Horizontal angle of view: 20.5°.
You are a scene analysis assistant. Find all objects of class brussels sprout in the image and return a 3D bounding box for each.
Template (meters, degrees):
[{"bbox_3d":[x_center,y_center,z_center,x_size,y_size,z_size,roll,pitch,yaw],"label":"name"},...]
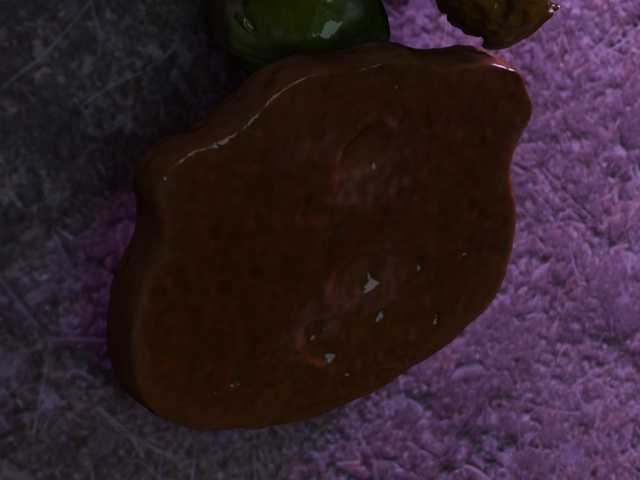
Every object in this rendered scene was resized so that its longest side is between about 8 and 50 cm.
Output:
[{"bbox_3d":[-0.016,-0.178,1.487,0.155,0.155,0.117,-4,101,-30],"label":"brussels sprout"}]

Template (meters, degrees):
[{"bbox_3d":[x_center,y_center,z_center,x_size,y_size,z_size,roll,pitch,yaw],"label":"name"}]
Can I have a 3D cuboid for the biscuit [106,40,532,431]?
[{"bbox_3d":[-0.001,-0.001,1.506,0.385,0.062,0.365,-14,129,-26],"label":"biscuit"}]

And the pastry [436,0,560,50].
[{"bbox_3d":[0.142,-0.250,1.410,0.154,0.102,0.250,-33,147,8],"label":"pastry"}]
